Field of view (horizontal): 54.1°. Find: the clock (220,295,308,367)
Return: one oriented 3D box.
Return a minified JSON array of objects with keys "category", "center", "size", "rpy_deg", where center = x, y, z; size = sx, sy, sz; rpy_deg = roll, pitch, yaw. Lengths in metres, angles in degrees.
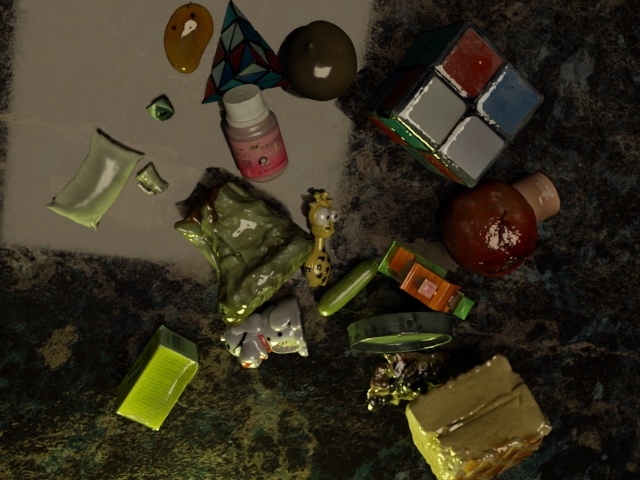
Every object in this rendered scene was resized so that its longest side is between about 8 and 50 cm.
[{"category":"clock","center":[-0.170,0.275,1.857],"size":[0.253,0.189,0.189],"rpy_deg":[-14,107,-3]}]

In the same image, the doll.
[{"category":"doll","center":[0.001,0.000,1.862],"size":[0.117,0.086,0.291],"rpy_deg":[-11,109,-53]}]

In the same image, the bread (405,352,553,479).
[{"category":"bread","center":[0.487,0.585,1.954],"size":[0.370,0.279,0.390],"rpy_deg":[-25,147,-5]}]

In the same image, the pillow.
[{"category":"pillow","center":[-0.603,-0.160,1.676],"size":[0.144,0.078,0.254],"rpy_deg":[33,95,-19]}]

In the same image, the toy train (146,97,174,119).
[{"category":"toy train","center":[-0.404,-0.328,1.588],"size":[0.055,0.252,0.048],"rpy_deg":[-30,105,-2]}]

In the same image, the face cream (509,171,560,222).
[{"category":"face cream","center":[0.655,-0.126,1.948],"size":[0.104,0.149,0.149],"rpy_deg":[-27,109,-6]}]

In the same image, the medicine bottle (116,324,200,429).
[{"category":"medicine bottle","center":[-0.472,0.396,1.822],"size":[0.141,0.137,0.250],"rpy_deg":[32,96,-19]}]

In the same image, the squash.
[{"category":"squash","center":[0.085,0.144,1.927],"size":[0.239,0.069,0.069],"rpy_deg":[-42,109,0]}]

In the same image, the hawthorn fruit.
[{"category":"hawthorn fruit","center":[0.496,-0.033,1.873],"size":[0.315,0.316,0.316],"rpy_deg":[-3,105,-13]}]

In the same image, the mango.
[{"category":"mango","center":[-0.349,-0.532,1.639],"size":[0.115,0.090,0.178],"rpy_deg":[22,106,-25]}]

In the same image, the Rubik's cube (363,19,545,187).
[{"category":"Rubik's cube","center":[0.353,-0.374,1.726],"size":[0.313,0.318,0.316],"rpy_deg":[38,92,-18]}]

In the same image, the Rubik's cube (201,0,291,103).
[{"category":"Rubik's cube","center":[-0.158,-0.447,1.628],"size":[0.249,0.234,0.285],"rpy_deg":[20,98,-18]}]

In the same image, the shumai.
[{"category":"shumai","center":[-0.219,0.013,1.684],"size":[0.324,0.397,0.323],"rpy_deg":[-42,92,-4]}]

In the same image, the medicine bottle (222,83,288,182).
[{"category":"medicine bottle","center":[-0.177,-0.284,1.677],"size":[0.147,0.147,0.247],"rpy_deg":[-22,131,-7]}]

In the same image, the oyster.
[{"category":"oyster","center":[0.323,0.473,2.043],"size":[0.360,0.096,0.221],"rpy_deg":[5,123,-22]}]

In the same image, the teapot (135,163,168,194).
[{"category":"teapot","center":[-0.464,-0.160,1.724],"size":[0.067,0.057,0.083],"rpy_deg":[-44,115,-4]}]

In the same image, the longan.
[{"category":"longan","center":[0.004,-0.471,1.676],"size":[0.196,0.196,0.220],"rpy_deg":[11,59,-16]}]

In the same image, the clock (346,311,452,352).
[{"category":"clock","center":[0.239,0.279,1.878],"size":[0.318,0.319,0.066],"rpy_deg":[0,70,-13]}]

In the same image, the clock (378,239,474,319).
[{"category":"clock","center":[0.321,0.123,1.877],"size":[0.219,0.255,0.106],"rpy_deg":[28,96,-19]}]
